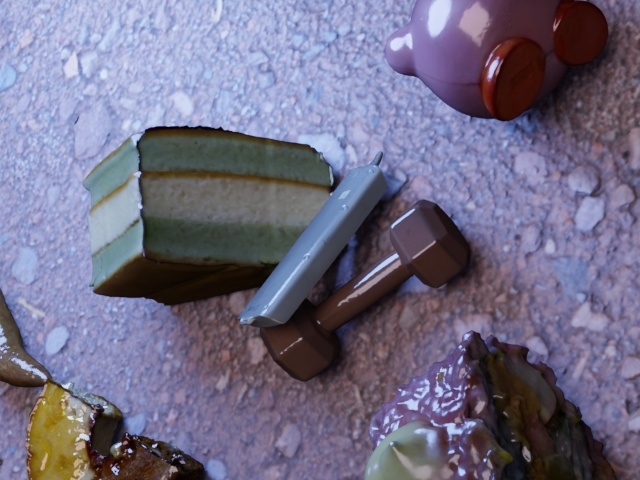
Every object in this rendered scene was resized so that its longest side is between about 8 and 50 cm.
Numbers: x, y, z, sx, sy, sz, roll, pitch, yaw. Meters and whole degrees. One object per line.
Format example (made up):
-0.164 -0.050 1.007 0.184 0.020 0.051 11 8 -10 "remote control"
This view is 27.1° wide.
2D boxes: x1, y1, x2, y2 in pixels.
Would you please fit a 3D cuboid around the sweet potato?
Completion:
-0.397 0.097 1.599 0.067 0.059 0.281 -39 62 1 "sweet potato"

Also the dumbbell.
0.043 0.053 1.360 0.231 0.092 0.082 -37 90 16 "dumbbell"

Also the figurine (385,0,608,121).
0.167 -0.203 1.314 0.173 0.173 0.173 -8 73 26 "figurine"

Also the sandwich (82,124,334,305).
-0.128 -0.020 1.463 0.198 0.227 0.155 -30 61 59 "sandwich"

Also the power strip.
0.000 0.000 1.373 0.253 0.027 0.060 -52 22 -26 "power strip"

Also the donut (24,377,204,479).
-0.231 0.248 1.455 0.217 0.085 0.141 31 93 32 "donut"

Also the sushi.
0.139 0.225 1.173 0.171 0.236 0.270 -32 49 33 "sushi"
